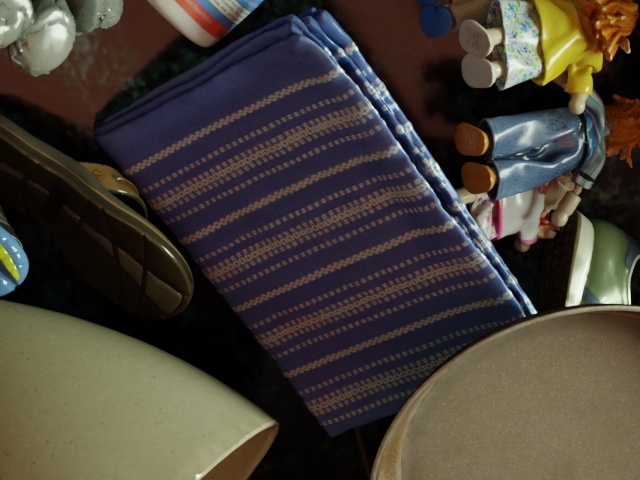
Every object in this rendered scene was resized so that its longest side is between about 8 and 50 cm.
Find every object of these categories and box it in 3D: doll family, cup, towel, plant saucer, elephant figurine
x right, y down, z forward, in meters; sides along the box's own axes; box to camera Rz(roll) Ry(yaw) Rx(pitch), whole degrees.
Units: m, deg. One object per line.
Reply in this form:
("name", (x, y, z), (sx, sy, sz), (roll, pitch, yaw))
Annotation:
("doll family", (0.174, -0.104, 1.263), (0.163, 0.118, 0.263), (-17, 113, -32))
("cup", (-0.226, 0.179, 1.264), (0.237, 0.331, 0.331), (42, 101, 9))
("towel", (0.000, 0.000, 1.282), (0.243, 0.040, 0.336), (-23, 112, 37))
("plant saucer", (0.186, 0.165, 1.275), (0.311, 0.050, 0.310), (-5, 122, -8))
("elephant figurine", (-0.260, -0.212, 1.186), (0.186, 0.239, 0.169), (-43, 128, -24))

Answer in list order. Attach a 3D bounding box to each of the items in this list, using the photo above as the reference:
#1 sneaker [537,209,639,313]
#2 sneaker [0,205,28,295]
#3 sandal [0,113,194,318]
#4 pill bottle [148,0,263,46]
("sneaker", (0.215, 0.077, 1.347), (0.086, 0.064, 0.192), (16, 81, -22))
("sneaker", (-0.290, -0.038, 1.263), (0.067, 0.078, 0.188), (-38, 108, -2))
("sandal", (-0.181, -0.028, 1.306), (0.219, 0.060, 0.090), (38, 136, -1))
("pill bottle", (-0.041, -0.254, 1.208), (0.221, 0.124, 0.124), (-40, 107, 9))
